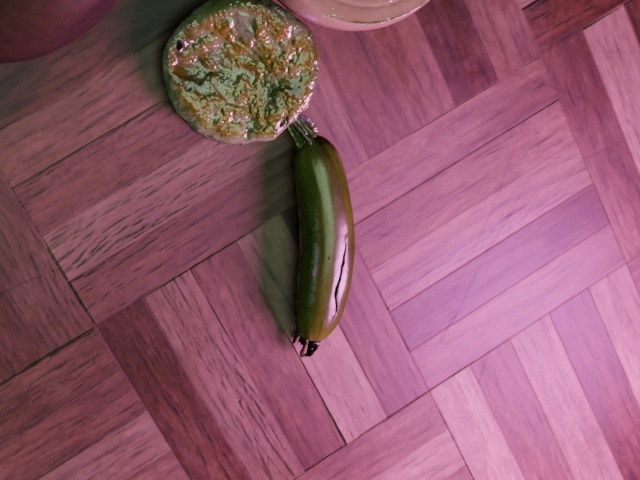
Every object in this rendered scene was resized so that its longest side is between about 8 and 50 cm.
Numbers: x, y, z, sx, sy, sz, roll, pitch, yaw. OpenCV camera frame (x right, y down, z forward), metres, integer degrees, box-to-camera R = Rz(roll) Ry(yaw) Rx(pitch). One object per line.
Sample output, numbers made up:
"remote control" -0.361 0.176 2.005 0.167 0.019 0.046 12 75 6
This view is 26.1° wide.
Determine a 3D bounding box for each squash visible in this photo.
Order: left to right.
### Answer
"squash" 0.002 -0.001 1.713 0.080 0.071 0.319 -7 107 -16

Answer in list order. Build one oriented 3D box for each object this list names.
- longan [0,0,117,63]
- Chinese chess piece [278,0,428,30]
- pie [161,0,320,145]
"longan" -0.317 -0.326 1.414 0.300 0.300 0.243 -54 157 1
"Chinese chess piece" 0.040 -0.377 1.603 0.273 0.102 0.273 -6 107 -19
"pie" -0.092 -0.200 1.621 0.186 0.041 0.187 -2 110 -7
